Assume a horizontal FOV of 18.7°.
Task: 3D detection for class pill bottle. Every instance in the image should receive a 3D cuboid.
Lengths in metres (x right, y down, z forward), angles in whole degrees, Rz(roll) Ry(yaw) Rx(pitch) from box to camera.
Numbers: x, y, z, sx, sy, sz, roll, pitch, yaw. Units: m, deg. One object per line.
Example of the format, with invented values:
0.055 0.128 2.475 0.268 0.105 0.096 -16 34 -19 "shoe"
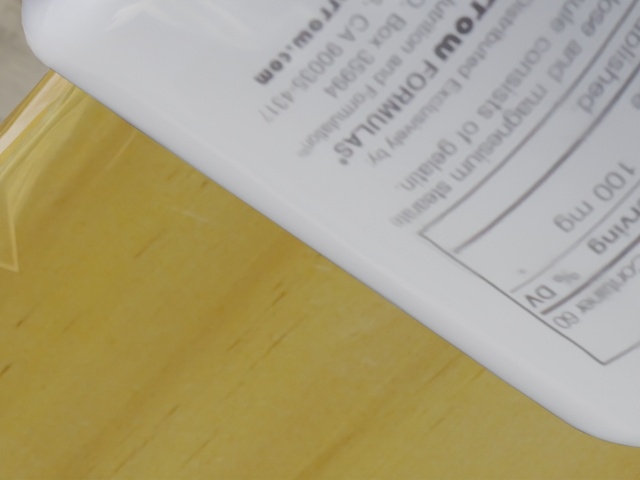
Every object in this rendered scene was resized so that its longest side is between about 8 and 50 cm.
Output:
0.064 -0.031 0.413 0.131 0.229 0.131 -47 20 23 "pill bottle"

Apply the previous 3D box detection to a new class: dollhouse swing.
0.000 0.000 0.717 0.305 0.347 0.315 -42 27 15 "dollhouse swing"
